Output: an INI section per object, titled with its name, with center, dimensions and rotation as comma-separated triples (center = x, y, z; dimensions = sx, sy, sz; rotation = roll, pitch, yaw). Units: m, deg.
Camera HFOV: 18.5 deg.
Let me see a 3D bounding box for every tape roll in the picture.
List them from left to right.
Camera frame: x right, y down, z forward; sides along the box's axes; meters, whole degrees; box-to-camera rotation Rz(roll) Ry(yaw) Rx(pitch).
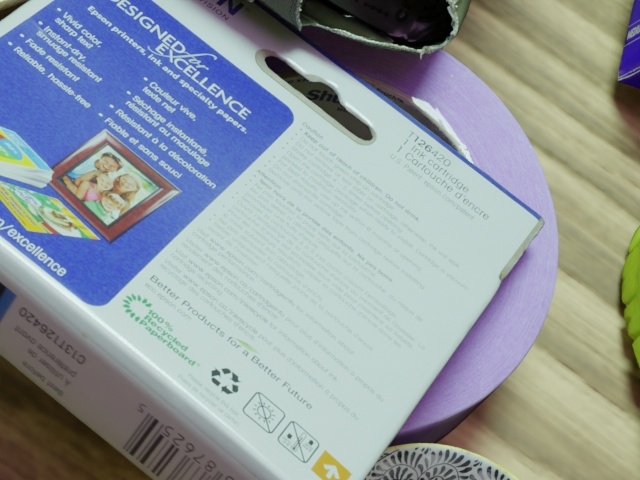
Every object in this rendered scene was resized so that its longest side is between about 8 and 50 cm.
[tape roll]
center = 0.000, 0.000, 1.181
dimensions = 0.275, 0.090, 0.274
rotation = 7, 64, -14

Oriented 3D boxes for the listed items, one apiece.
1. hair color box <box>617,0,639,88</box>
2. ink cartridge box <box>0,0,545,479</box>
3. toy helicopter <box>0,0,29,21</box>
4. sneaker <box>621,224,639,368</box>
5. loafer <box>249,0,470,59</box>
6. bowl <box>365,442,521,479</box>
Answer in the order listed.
[hair color box]
center = 0.338, -0.245, 1.337
dimensions = 0.185, 0.110, 0.338
rotation = 18, 74, -15
[ink cartridge box]
center = -0.060, -0.012, 1.058
dimensions = 0.304, 0.072, 0.307
rotation = 38, 36, 3
[toy helicopter]
center = -0.239, -0.123, 1.139
dimensions = 0.355, 0.140, 0.235
rotation = -22, 77, -26
[sneaker]
center = 0.270, 0.077, 1.235
dimensions = 0.123, 0.109, 0.295
rotation = 17, 58, -35
[loafer]
center = -0.016, -0.177, 1.123
dimensions = 0.251, 0.094, 0.087
rotation = 20, 21, -18
[bowl]
center = 0.054, 0.207, 1.108
dimensions = 0.170, 0.080, 0.170
rotation = 7, 65, -15
